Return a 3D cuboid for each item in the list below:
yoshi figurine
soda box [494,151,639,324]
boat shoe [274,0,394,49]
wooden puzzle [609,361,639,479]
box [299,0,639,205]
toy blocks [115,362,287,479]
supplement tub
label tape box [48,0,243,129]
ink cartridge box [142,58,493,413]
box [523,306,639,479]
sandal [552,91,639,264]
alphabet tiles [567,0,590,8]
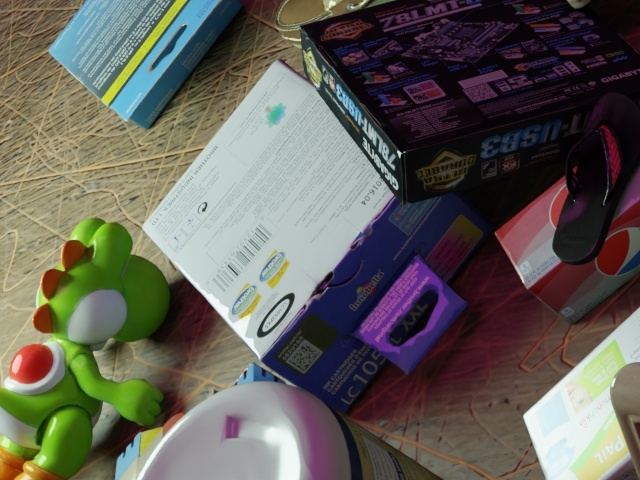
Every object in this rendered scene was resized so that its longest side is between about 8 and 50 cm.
[{"bbox_3d":[-0.284,0.158,1.690,0.203,0.204,0.362,102,-175,-88],"label":"yoshi figurine"},{"bbox_3d":[0.300,-0.043,1.281,0.263,0.083,0.092,-41,40,15],"label":"soda box"},{"bbox_3d":[0.065,-0.340,1.713,0.324,0.120,0.122,-16,51,37],"label":"boat shoe"},{"bbox_3d":[0.333,0.200,0.977,0.221,0.238,0.044,5,32,48],"label":"wooden puzzle"},{"bbox_3d":[0.162,-0.172,1.408,0.296,0.073,0.293,-17,37,-13],"label":"box"},{"bbox_3d":[-0.152,0.285,1.414,0.381,0.191,0.261,-51,19,19],"label":"toy blocks"},{"bbox_3d":[0.013,0.277,1.138,0.228,0.316,0.228,-26,45,30],"label":"supplement tub"},{"bbox_3d":[-0.242,-0.297,2.001,0.240,0.106,0.334,-52,39,2],"label":"label tape box"},{"bbox_3d":[0.000,0.000,1.496,0.270,0.151,0.395,-51,38,2],"label":"ink cartridge box"},{"bbox_3d":[0.280,0.138,1.107,0.203,0.103,0.114,-50,35,30],"label":"box"},{"bbox_3d":[0.252,-0.064,1.243,0.067,0.040,0.179,-1,60,46],"label":"sandal"},{"bbox_3d":[0.344,-0.370,1.411,0.284,0.021,0.278,-45,28,17],"label":"alphabet tiles"}]
